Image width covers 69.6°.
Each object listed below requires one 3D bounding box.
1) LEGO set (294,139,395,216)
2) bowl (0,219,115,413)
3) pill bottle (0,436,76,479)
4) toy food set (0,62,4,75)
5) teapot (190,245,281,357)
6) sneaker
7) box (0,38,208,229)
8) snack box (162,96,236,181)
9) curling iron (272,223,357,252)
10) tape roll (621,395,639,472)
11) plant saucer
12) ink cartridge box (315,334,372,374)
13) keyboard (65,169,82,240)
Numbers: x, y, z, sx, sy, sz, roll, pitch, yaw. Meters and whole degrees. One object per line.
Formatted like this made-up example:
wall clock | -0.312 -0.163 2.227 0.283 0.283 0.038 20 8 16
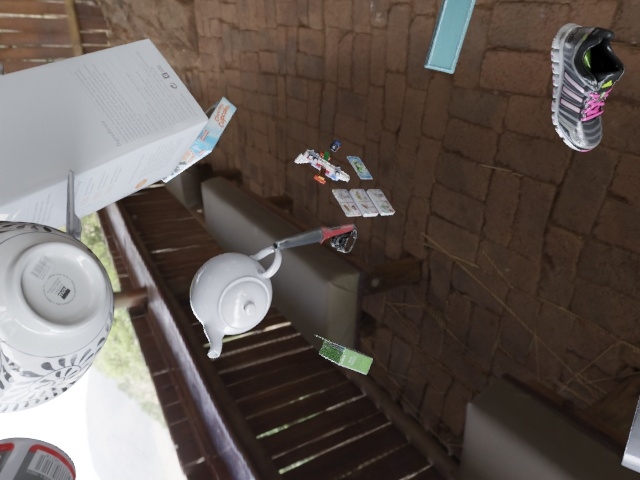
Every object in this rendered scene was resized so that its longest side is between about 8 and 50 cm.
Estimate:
LEGO set | 0.055 -0.148 1.126 0.060 0.183 0.244 -46 64 37
bowl | -0.234 0.048 0.383 0.080 0.170 0.170 -23 79 27
pill bottle | -0.459 0.431 0.622 0.283 0.161 0.161 -108 19 -64
toy food set | -0.975 -0.487 1.315 0.306 0.092 0.219 36 168 5
teapot | -0.230 0.158 1.301 0.187 0.253 0.255 20 118 54
sneaker | 0.350 -0.196 0.599 0.075 0.063 0.170 -140 31 -66
box | -0.391 -0.150 0.731 0.168 0.345 0.215 54 140 -4
snack box | -0.408 -0.315 1.470 0.322 0.060 0.187 -16 44 46
curling iron | 0.000 0.000 0.961 0.035 0.274 0.068 17 103 32
tape roll | 0.536 0.257 0.713 0.072 0.219 0.219 16 115 36
plant saucer | 0.279 -0.458 0.975 0.067 0.018 0.192 16 119 8
ink cartridge box | 0.071 0.396 1.598 0.109 0.209 0.062 14 77 50
keyboard | -0.303 0.017 0.555 0.256 0.014 0.072 -46 57 50
